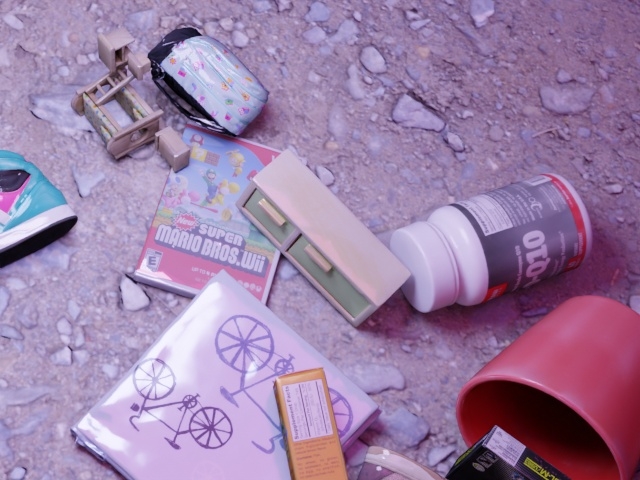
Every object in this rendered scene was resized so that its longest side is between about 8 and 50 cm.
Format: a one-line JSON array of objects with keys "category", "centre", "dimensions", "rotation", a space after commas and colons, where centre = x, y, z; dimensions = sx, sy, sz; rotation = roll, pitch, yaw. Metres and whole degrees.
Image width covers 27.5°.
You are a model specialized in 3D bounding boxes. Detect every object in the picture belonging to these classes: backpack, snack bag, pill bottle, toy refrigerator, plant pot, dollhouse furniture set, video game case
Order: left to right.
[{"category": "dollhouse furniture set", "centre": [-0.291, -0.200, 1.986], "dimensions": [0.101, 0.161, 0.182], "rotation": [-31, 66, -24]}, {"category": "backpack", "centre": [-0.172, -0.249, 2.048], "dimensions": [0.182, 0.152, 0.115], "rotation": [44, 106, 4]}, {"category": "video game case", "centre": [-0.152, -0.035, 2.032], "dimensions": [0.204, 0.025, 0.285], "rotation": [18, 62, -4]}, {"category": "snack bag", "centre": [-0.132, 0.261, 1.886], "dimensions": [0.323, 0.037, 0.342], "rotation": [40, 69, 6]}, {"category": "toy refrigerator", "centre": [0.000, 0.000, 1.987], "dimensions": [0.269, 0.102, 0.094], "rotation": [46, 61, 2]}, {"category": "pill bottle", "centre": [0.264, 0.008, 2.030], "dimensions": [0.283, 0.161, 0.161], "rotation": [-18, 71, -20]}, {"category": "plant pot", "centre": [0.373, 0.228, 1.914], "dimensions": [0.275, 0.275, 0.243], "rotation": [39, 53, 7]}]

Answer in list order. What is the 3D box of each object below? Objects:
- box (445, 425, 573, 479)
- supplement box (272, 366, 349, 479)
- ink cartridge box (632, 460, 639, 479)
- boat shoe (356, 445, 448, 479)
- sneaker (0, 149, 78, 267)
[{"category": "box", "centre": [0.288, 0.356, 1.860], "dimensions": [0.191, 0.184, 0.045], "rotation": [36, 61, 4]}, {"category": "supplement box", "centre": [-0.009, 0.301, 1.831], "dimensions": [0.080, 0.078, 0.233], "rotation": [-8, 71, -9]}, {"category": "ink cartridge box", "centre": [0.508, 0.330, 1.909], "dimensions": [0.087, 0.208, 0.153], "rotation": [41, 64, 3]}, {"category": "boat shoe", "centre": [0.178, 0.395, 1.869], "dimensions": [0.285, 0.103, 0.092], "rotation": [30, 77, -3]}, {"category": "sneaker", "centre": [-0.521, -0.043, 1.893], "dimensions": [0.295, 0.124, 0.178], "rotation": [-26, 78, -30]}]
